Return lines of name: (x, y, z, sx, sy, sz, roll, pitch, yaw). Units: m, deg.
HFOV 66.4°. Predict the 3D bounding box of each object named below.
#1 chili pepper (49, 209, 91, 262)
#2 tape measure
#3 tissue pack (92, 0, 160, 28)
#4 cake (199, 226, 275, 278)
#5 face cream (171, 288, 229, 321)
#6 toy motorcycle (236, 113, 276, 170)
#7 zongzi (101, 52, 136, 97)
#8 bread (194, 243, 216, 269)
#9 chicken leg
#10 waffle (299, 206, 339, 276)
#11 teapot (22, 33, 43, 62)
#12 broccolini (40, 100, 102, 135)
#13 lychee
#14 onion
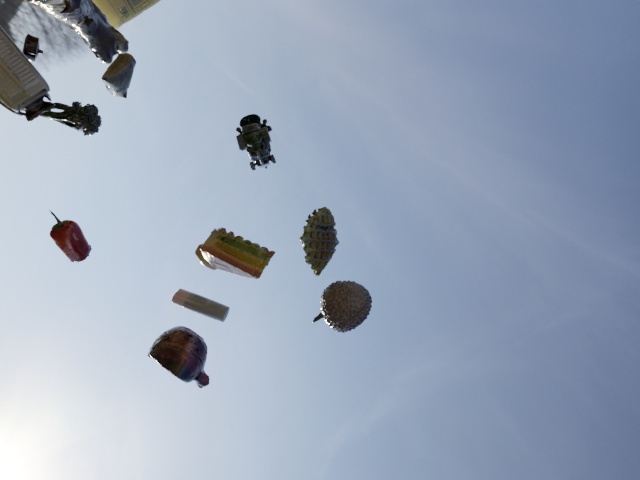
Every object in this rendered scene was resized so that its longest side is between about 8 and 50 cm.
chili pepper: (-0.795, -0.023, 1.529, 0.084, 0.192, 0.086, -27, -139, -14)
tape measure: (-0.768, -0.407, 1.157, 0.133, 0.271, 0.231, -46, -147, -17)
tissue pack: (-0.590, -0.797, 1.324, 0.293, 0.228, 0.382, -37, 178, -5)
cake: (-0.253, 0.053, 1.518, 0.226, 0.090, 0.109, 22, -125, 19)
face cream: (-0.431, 0.234, 1.763, 0.084, 0.199, 0.057, -63, 173, -73)
toy motorcycle: (-0.211, -0.328, 1.597, 0.125, 0.186, 0.274, -19, -173, -2)
zongzi: (-0.696, -0.590, 1.674, 0.176, 0.079, 0.160, 149, -47, -82)
bread: (-0.441, 0.069, 1.884, 0.056, 0.115, 0.082, -36, -147, 0)
chicken leg: (-0.454, -0.452, 0.825, 0.140, 0.211, 0.361, -22, -177, -9)
waffle: (0.000, 0.000, 1.608, 0.054, 0.207, 0.214, 1, -137, 30)
teapot: (-0.756, -0.504, 1.288, 0.067, 0.045, 0.100, -64, -146, 18)
broccolini: (-0.660, -0.312, 1.250, 0.203, 0.091, 0.068, 3, -133, 7)
lychee: (0.066, 0.206, 1.528, 0.198, 0.165, 0.165, -18, -134, 11)
onion: (-0.404, 0.361, 1.488, 0.195, 0.218, 0.139, -9, -140, 53)
